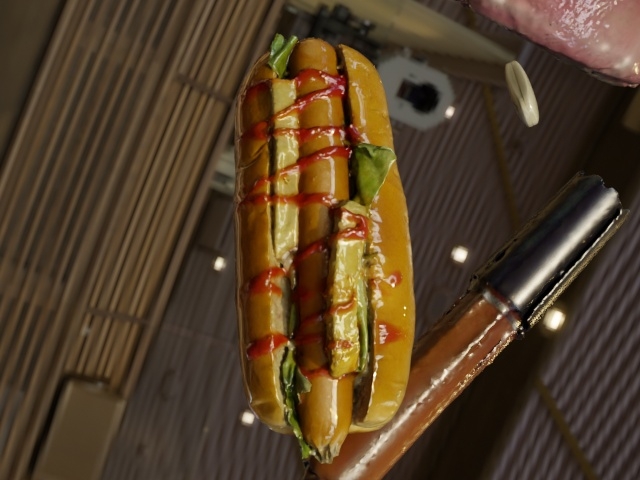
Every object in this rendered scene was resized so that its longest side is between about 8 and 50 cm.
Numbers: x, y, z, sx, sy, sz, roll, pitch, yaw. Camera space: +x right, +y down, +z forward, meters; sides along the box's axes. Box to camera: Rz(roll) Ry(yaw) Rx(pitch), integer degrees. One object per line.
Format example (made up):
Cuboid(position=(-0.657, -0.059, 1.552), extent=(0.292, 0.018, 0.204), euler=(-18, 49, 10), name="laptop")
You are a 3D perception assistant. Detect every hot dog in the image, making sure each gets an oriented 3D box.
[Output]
Cuboid(position=(0.000, 0.000, 0.711), extent=(0.076, 0.104, 0.250), euler=(75, 14, -70), name="hot dog")

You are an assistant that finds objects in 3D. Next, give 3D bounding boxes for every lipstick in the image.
Cuboid(position=(0.131, 0.097, 1.178), extent=(0.418, 0.077, 0.077), euler=(-44, -153, -11), name="lipstick")

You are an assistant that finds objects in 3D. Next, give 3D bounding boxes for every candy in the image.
Cuboid(position=(0.084, -0.095, 0.460), extent=(0.043, 0.103, 0.103), euler=(-59, -150, 17), name="candy")

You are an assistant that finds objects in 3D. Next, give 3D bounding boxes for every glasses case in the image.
Cuboid(position=(0.183, -0.134, 1.146), extent=(0.021, 0.032, 0.083), euler=(-19, -143, 10), name="glasses case")
